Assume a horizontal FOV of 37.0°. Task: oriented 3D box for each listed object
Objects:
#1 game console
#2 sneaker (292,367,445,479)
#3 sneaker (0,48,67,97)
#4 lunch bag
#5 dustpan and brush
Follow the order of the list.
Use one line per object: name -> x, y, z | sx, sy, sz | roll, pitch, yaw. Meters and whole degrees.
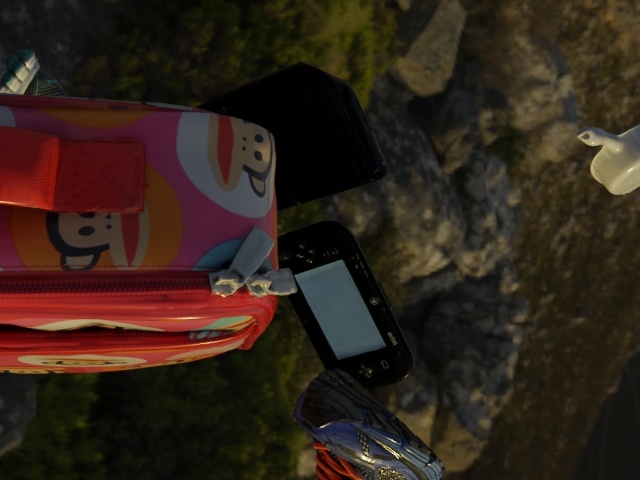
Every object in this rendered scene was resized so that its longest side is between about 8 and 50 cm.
game console -> 0.000, 0.000, 1.002 | 0.044, 0.213, 0.361 | -45, 113, -49
sneaker -> 0.031, 0.161, 0.616 | 0.087, 0.083, 0.221 | -44, 140, -12
sneaker -> -0.315, -0.106, 0.958 | 0.076, 0.065, 0.166 | 39, 84, -38
lunch bag -> -0.164, -0.003, 0.450 | 0.258, 0.293, 0.120 | 131, -41, -76
dustpan and brush -> 0.377, -0.113, 1.180 | 0.211, 0.147, 0.060 | -8, 65, -50
